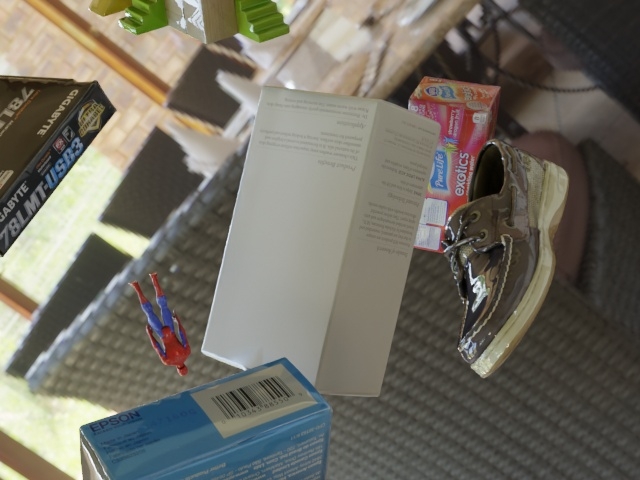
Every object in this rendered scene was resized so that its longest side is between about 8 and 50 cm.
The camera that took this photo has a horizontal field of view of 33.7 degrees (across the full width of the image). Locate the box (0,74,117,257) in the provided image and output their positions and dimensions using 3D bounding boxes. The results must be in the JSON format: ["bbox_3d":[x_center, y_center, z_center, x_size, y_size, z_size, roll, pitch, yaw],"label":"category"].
[{"bbox_3d":[-0.492,-0.121,1.558,0.293,0.073,0.295,8,55,37],"label":"box"}]

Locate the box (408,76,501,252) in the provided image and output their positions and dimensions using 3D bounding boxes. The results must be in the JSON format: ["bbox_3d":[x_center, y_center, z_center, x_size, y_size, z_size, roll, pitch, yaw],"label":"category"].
[{"bbox_3d":[0.202,-0.118,1.681,0.122,0.128,0.257,-58,-25,-58],"label":"box"}]

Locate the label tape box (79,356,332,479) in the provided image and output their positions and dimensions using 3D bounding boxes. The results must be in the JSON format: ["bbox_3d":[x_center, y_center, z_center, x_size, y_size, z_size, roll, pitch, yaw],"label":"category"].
[{"bbox_3d":[-0.127,0.325,1.175,0.115,0.249,0.348,43,138,42],"label":"label tape box"}]

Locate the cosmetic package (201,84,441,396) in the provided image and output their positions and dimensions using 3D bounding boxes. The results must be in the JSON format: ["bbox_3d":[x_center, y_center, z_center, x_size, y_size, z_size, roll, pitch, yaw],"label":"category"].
[{"bbox_3d":[0.000,0.000,1.420,0.217,0.156,0.385,16,94,39],"label":"cosmetic package"}]

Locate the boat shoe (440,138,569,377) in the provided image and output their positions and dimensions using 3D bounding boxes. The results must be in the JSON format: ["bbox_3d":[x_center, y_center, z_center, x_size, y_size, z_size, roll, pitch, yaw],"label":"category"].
[{"bbox_3d":[0.151,0.004,0.930,0.103,0.092,0.285,-56,4,41],"label":"boat shoe"}]

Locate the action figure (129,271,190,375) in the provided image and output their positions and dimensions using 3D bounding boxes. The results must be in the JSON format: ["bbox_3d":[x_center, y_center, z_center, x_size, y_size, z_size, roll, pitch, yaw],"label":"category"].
[{"bbox_3d":[-0.166,0.092,1.121,0.038,0.115,0.030,-24,9,-16],"label":"action figure"}]

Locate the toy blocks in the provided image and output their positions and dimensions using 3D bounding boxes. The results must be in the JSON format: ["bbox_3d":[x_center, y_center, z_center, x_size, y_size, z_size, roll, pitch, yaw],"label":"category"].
[{"bbox_3d":[-0.199,-0.427,1.372,0.190,0.261,0.381,-25,38,-28],"label":"toy blocks"}]
